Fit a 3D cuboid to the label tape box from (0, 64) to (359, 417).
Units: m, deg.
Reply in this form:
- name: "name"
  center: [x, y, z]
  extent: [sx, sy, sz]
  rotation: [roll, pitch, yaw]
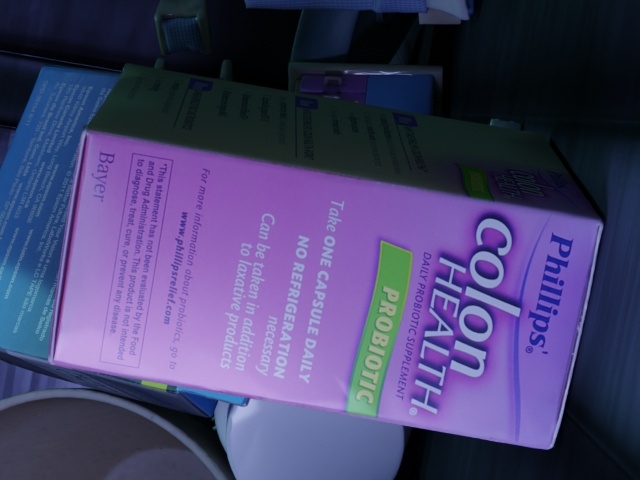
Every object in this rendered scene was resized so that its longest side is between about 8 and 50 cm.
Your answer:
- name: "label tape box"
  center: [-0.113, 0.003, 1.440]
  extent: [0.106, 0.334, 0.240]
  rotation: [34, -108, -49]

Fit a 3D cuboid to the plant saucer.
- name: "plant saucer"
  center: [0.063, -0.256, 1.746]
  extent: [0.317, 0.044, 0.317]
  rotation: [-60, -13, -23]

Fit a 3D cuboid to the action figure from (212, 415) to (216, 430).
- name: "action figure"
  center: [-0.034, 0.217, 1.905]
  extent: [0.164, 0.141, 0.275]
  rotation: [63, 155, 25]

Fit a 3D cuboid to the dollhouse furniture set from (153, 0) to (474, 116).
- name: "dollhouse furniture set"
  center: [-0.022, -0.158, 1.509]
  extent: [0.303, 0.286, 0.198]
  rotation: [86, -172, -46]

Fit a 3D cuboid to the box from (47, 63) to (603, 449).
- name: "box"
  center: [0.000, 0.000, 0.959]
  extent: [0.213, 0.243, 0.117]
  rotation: [-95, 14, -77]

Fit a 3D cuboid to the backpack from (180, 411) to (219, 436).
- name: "backpack"
  center: [-0.068, 0.091, 2.086]
  extent: [0.213, 0.276, 0.263]
  rotation: [26, -113, -88]

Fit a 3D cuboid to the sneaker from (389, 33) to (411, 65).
- name: "sneaker"
  center: [0.049, -0.129, 2.109]
  extent: [0.305, 0.114, 0.152]
  rotation: [96, 167, -53]

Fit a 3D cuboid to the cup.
- name: "cup"
  center: [-0.165, 0.275, 1.616]
  extent: [0.237, 0.331, 0.331]
  rotation: [-12, -67, -72]

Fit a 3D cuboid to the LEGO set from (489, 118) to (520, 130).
- name: "LEGO set"
  center: [0.068, -0.011, 1.239]
  extent: [0.227, 0.087, 0.093]
  rotation: [104, 174, -50]

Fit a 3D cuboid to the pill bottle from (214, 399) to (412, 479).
- name: "pill bottle"
  center: [-0.005, 0.118, 1.525]
  extent: [0.283, 0.160, 0.160]
  rotation: [-90, 10, -77]
